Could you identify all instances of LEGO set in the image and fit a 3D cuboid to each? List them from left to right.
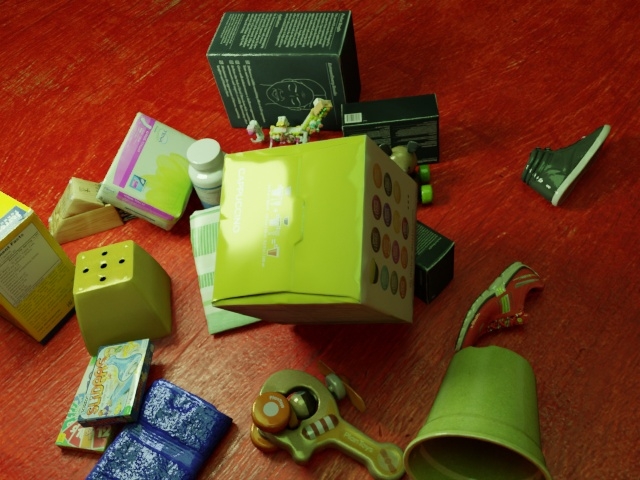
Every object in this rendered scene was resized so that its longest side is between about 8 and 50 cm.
[{"bbox_3d":[-0.075,-0.311,1.969,0.287,0.132,0.107,-10,55,30],"label":"LEGO set"}]

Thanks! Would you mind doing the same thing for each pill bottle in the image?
[{"bbox_3d":[-0.290,-0.171,1.844,0.124,0.221,0.124,-5,52,6],"label":"pill bottle"}]

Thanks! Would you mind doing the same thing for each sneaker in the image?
[{"bbox_3d":[0.418,0.165,1.545,0.118,0.107,0.279,38,70,21],"label":"sneaker"},{"bbox_3d":[0.652,-0.233,1.796,0.147,0.104,0.296,35,70,24],"label":"sneaker"}]

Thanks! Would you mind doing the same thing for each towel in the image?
[{"bbox_3d":[-0.364,0.467,1.468,0.227,0.076,0.308,18,59,23],"label":"towel"},{"bbox_3d":[-0.195,0.053,1.709,0.248,0.038,0.325,-15,75,0],"label":"towel"}]

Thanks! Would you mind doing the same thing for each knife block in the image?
[{"bbox_3d":[-0.622,-0.081,1.936,0.276,0.242,0.088,-48,44,31],"label":"knife block"}]

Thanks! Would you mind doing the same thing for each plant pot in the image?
[{"bbox_3d":[-0.502,0.126,1.661,0.212,0.187,0.212,-15,44,-1],"label":"plant pot"},{"bbox_3d":[0.326,0.360,1.335,0.276,0.276,0.254,8,43,16],"label":"plant pot"}]

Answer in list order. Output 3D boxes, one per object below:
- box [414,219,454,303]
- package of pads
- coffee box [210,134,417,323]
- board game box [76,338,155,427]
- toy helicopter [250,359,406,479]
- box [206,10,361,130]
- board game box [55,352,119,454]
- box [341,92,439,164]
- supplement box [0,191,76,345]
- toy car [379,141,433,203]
[{"bbox_3d":[0.217,0.032,1.646,0.207,0.153,0.108,35,66,29],"label":"box"},{"bbox_3d":[-0.457,-0.193,1.870,0.229,0.101,0.296,26,51,-18],"label":"package of pads"},{"bbox_3d":[0.000,0.000,1.465,0.338,0.334,0.337,-3,75,25],"label":"coffee box"},{"bbox_3d":[-0.470,0.328,1.552,0.136,0.035,0.201,-11,45,13],"label":"board game box"},{"bbox_3d":[0.032,0.394,1.446,0.355,0.140,0.235,28,53,15],"label":"toy helicopter"},{"bbox_3d":[-0.096,-0.508,2.019,0.395,0.293,0.212,5,55,13],"label":"box"},{"bbox_3d":[-0.518,0.372,1.595,0.124,0.039,0.259,3,51,13],"label":"board game box"},{"bbox_3d":[0.198,-0.299,1.878,0.261,0.184,0.103,-5,50,6],"label":"box"},{"bbox_3d":[-0.760,0.065,1.665,0.195,0.356,0.194,25,61,25],"label":"supplement box"},{"bbox_3d":[0.216,-0.191,1.790,0.155,0.188,0.149,-5,52,7],"label":"toy car"}]
